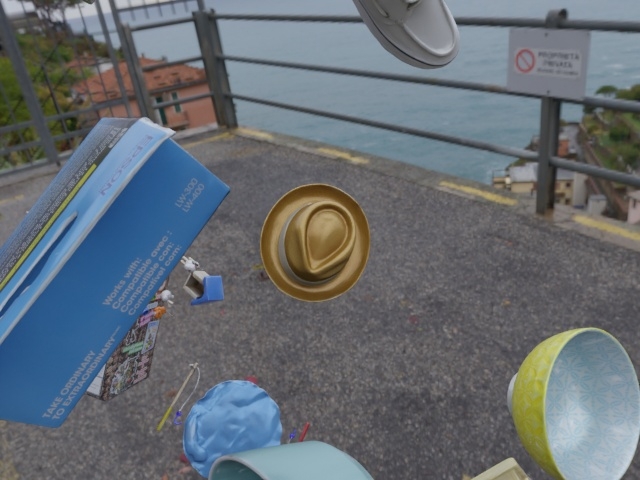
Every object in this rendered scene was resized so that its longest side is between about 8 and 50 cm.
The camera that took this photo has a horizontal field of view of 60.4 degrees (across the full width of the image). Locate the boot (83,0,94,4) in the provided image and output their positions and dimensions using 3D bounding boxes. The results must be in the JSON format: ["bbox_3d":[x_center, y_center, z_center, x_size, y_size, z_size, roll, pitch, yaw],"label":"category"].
[{"bbox_3d":[-0.095,-0.218,0.217,0.176,0.088,0.244,-60,6,-9],"label":"boot"}]

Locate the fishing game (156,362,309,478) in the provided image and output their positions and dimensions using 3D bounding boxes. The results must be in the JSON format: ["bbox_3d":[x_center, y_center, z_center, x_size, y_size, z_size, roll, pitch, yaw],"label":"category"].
[{"bbox_3d":[-0.163,0.359,1.031,0.189,0.264,0.041,-66,10,-19],"label":"fishing game"}]

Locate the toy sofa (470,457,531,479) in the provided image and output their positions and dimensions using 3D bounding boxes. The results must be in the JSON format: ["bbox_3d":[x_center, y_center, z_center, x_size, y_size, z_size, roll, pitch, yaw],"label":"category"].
[{"bbox_3d":[0.307,0.501,0.727,0.150,0.177,0.362,-34,35,7],"label":"toy sofa"}]

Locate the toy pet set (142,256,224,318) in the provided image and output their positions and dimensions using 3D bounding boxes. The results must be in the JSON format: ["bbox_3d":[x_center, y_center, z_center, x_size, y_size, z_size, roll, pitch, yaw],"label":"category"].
[{"bbox_3d":[-0.229,0.093,0.954,0.065,0.122,0.114,36,14,28],"label":"toy pet set"}]

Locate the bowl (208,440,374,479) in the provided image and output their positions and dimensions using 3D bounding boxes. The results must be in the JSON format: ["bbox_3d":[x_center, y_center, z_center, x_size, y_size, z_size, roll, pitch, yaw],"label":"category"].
[{"bbox_3d":[-0.010,0.418,0.783,0.163,0.311,0.312,-17,25,-38],"label":"bowl"}]

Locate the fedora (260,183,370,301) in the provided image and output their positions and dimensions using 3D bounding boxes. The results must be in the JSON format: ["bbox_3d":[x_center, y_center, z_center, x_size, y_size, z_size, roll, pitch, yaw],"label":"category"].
[{"bbox_3d":[0.000,0.000,0.856,0.194,0.194,0.079,-16,-4,-14],"label":"fedora"}]

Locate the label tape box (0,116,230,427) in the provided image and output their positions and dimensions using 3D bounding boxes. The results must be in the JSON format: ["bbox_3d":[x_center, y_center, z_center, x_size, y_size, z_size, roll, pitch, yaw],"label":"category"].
[{"bbox_3d":[-0.206,0.019,0.491,0.249,0.115,0.348,-55,30,-6],"label":"label tape box"}]

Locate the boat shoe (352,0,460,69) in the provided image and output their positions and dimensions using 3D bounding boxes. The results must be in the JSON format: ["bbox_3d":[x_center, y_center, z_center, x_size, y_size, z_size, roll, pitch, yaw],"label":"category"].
[{"bbox_3d":[0.092,-0.314,0.661,0.096,0.267,0.088,-46,27,-4],"label":"boat shoe"}]

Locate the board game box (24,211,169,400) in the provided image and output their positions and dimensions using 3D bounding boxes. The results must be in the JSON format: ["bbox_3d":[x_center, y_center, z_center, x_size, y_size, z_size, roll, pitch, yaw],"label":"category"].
[{"bbox_3d":[-0.430,0.111,1.029,0.232,0.290,0.141,16,7,12],"label":"board game box"}]

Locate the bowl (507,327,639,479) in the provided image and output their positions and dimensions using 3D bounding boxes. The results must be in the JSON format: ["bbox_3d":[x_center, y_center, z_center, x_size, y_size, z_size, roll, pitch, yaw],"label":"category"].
[{"bbox_3d":[0.458,0.311,1.053,0.290,0.289,0.156,-25,7,-30],"label":"bowl"}]
